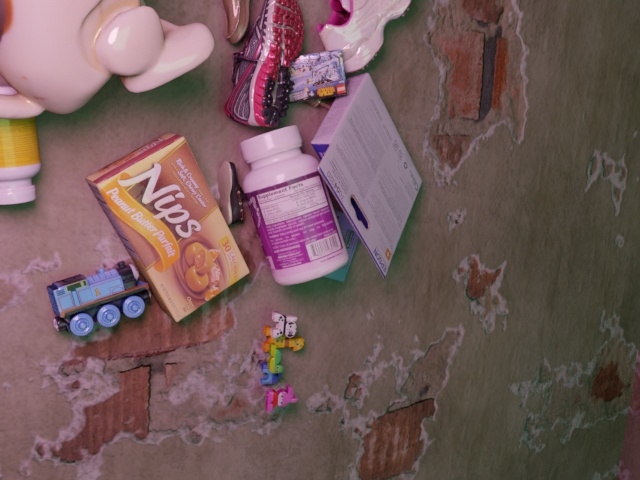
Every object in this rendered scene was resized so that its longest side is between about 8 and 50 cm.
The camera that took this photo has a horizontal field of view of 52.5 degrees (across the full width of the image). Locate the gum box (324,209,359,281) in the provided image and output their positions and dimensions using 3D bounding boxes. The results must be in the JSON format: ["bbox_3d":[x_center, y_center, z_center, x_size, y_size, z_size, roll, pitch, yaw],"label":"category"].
[{"bbox_3d":[0.000,0.000,1.489,0.184,0.041,0.157,18,91,-36],"label":"gum box"}]

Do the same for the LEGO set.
[{"bbox_3d":[-0.079,0.261,1.469,0.093,0.087,0.228,1,102,-20],"label":"LEGO set"}]

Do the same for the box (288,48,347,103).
[{"bbox_3d":[-0.017,-0.342,1.355,0.136,0.027,0.094,-9,106,0],"label":"box"}]

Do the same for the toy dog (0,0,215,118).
[{"bbox_3d":[-0.395,-0.405,0.888,0.395,0.284,0.408,-35,144,-15],"label":"toy dog"}]

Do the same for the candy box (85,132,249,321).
[{"bbox_3d":[-0.285,-0.024,1.252,0.182,0.087,0.317,-35,119,-23],"label":"candy box"}]

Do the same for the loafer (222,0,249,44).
[{"bbox_3d":[-0.166,-0.453,1.250,0.050,0.056,0.148,11,86,-36],"label":"loafer"}]

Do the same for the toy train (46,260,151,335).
[{"bbox_3d":[-0.409,0.105,1.206,0.184,0.080,0.105,-19,106,-30],"label":"toy train"}]

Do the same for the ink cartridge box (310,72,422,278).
[{"bbox_3d":[0.098,-0.140,1.422,0.324,0.071,0.330,58,43,-33],"label":"ink cartridge box"}]

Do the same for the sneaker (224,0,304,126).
[{"bbox_3d":[-0.115,-0.373,1.276,0.121,0.111,0.300,32,69,-60],"label":"sneaker"}]

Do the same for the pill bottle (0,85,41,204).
[{"bbox_3d":[-0.511,-0.155,1.049,0.103,0.103,0.184,-11,107,-33],"label":"pill bottle"}]

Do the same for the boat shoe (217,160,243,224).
[{"bbox_3d":[-0.182,-0.099,1.332,0.042,0.048,0.133,-15,113,-36],"label":"boat shoe"}]

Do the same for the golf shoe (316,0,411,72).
[{"bbox_3d":[0.107,-0.512,1.392,0.140,0.115,0.306,38,78,-32],"label":"golf shoe"}]

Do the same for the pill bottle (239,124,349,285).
[{"bbox_3d":[-0.061,-0.073,1.329,0.169,0.169,0.302,-21,97,-29],"label":"pill bottle"}]

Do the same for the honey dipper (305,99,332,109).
[{"bbox_3d":[0.025,-0.293,1.439,0.160,0.030,0.031,19,91,-38],"label":"honey dipper"}]
